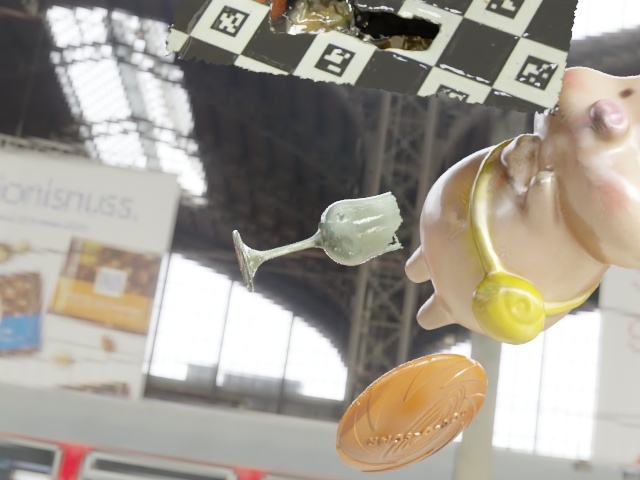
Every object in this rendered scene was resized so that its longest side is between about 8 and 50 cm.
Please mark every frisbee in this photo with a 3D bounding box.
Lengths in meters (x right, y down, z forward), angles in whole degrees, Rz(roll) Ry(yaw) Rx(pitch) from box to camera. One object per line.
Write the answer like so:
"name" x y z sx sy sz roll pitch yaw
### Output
"frisbee" 0.108 0.203 1.562 0.192 0.035 0.192 -17 -42 -16

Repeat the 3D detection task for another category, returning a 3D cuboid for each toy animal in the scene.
"toy animal" 0.163 -0.017 0.946 0.248 0.165 0.149 -27 -25 21

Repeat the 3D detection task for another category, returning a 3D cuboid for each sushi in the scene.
"sushi" 0.044 -0.172 0.970 0.279 0.192 0.043 8 -25 16

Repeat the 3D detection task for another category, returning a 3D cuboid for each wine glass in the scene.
"wine glass" 0.000 0.000 1.632 0.195 0.079 0.079 -16 -18 -8
